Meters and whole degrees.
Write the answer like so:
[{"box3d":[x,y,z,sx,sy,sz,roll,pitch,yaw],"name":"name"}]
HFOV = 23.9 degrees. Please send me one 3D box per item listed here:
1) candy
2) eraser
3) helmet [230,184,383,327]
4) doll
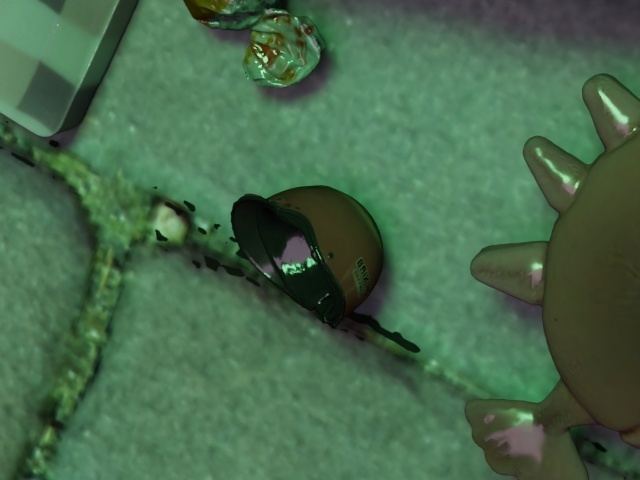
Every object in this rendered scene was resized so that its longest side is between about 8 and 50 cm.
[{"box3d":[-0.057,-0.154,0.721,0.053,0.046,0.182,-27,97,21],"name":"candy"},{"box3d":[-0.136,-0.110,0.771,0.065,0.026,0.105,31,111,9],"name":"eraser"},{"box3d":[0.000,-0.001,0.732,0.084,0.049,0.065,38,151,36],"name":"helmet"},{"box3d":[0.172,0.023,0.648,0.211,0.093,0.262,44,113,3],"name":"doll"}]
